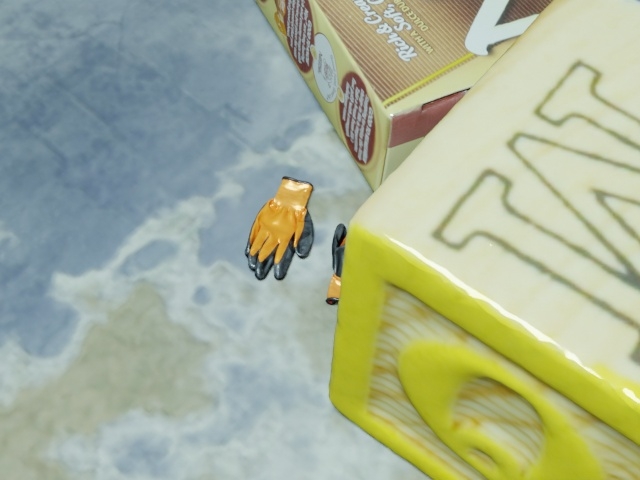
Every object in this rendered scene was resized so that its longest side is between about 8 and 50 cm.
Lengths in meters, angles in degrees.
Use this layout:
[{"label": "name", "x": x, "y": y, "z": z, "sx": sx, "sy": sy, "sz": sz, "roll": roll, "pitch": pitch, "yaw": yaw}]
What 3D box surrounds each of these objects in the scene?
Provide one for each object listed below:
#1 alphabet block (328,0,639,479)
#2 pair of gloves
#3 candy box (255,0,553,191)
[{"label": "alphabet block", "x": 0.139, "y": 0.026, "z": 0.586, "sx": 0.193, "sy": 0.192, "sz": 0.197, "roll": 33, "pitch": 60, "yaw": 19}, {"label": "pair of gloves", "x": 0.000, "y": 0.000, "z": 0.699, "sx": 0.083, "sy": 0.010, "sz": 0.074, "roll": 19, "pitch": 58, "yaw": 8}, {"label": "candy box", "x": 0.048, "y": -0.196, "z": 0.781, "sx": 0.182, "sy": 0.088, "sz": 0.316, "roll": -21, "pitch": 62, "yaw": -16}]
